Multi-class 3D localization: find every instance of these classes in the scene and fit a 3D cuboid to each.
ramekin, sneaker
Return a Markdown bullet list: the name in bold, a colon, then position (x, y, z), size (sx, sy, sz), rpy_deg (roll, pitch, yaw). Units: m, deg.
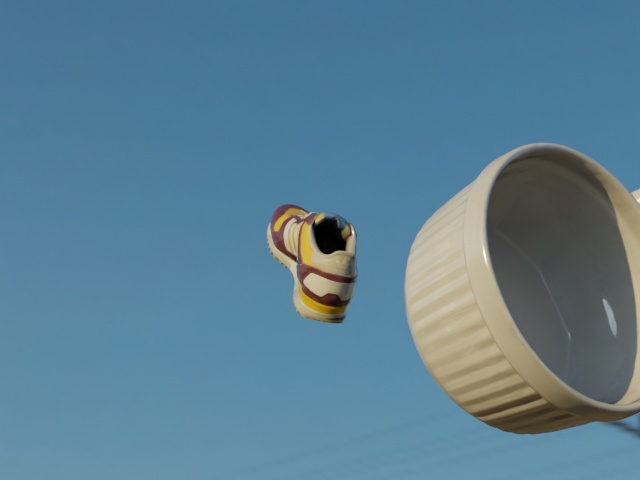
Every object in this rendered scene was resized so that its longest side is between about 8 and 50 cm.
- **ramekin**: position (0.157, 0.043, 1.183), size (0.207, 0.207, 0.109), rpy_deg (21, -34, -32)
- **sneaker**: position (0.000, 0.000, 1.550), size (0.069, 0.185, 0.084), rpy_deg (9, -62, -22)

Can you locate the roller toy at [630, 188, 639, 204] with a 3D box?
- **roller toy**: position (0.411, 0.030, 1.831), size (0.209, 0.191, 0.146), rpy_deg (-47, -22, 16)
